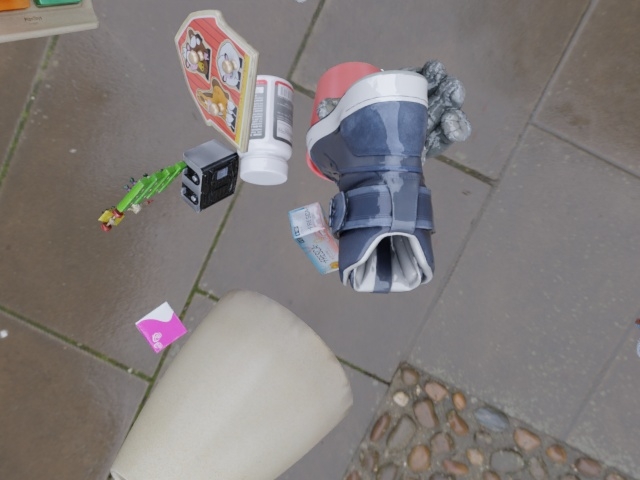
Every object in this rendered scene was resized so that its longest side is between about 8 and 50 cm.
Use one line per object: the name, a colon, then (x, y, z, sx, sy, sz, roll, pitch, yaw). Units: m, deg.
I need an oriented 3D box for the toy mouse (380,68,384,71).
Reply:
toy mouse: (0.243, -0.438, 1.782, 0.160, 0.031, 0.143, 18, 78, -5)

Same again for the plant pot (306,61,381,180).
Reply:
plant pot: (0.092, -0.320, 1.575, 0.274, 0.275, 0.243, -6, 64, 5)

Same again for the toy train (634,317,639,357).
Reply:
toy train: (0.540, 0.149, 0.839, 0.080, 0.184, 0.105, 44, 76, -22)

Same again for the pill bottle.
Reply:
pill bottle: (-0.160, -0.314, 1.699, 0.161, 0.161, 0.284, 1, 78, 4)

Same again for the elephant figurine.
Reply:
elephant figurine: (0.091, -0.167, 0.888, 0.239, 0.169, 0.186, -28, 115, -18)

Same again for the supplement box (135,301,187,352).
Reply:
supplement box: (-0.489, 0.270, 1.801, 0.113, 0.220, 0.111, -35, 90, -21)

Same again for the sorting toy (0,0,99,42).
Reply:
sorting toy: (-0.327, -0.322, 0.632, 0.047, 0.347, 0.196, 3, 115, 30)

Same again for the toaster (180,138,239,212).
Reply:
toaster: (-0.333, -0.202, 1.783, 0.110, 0.185, 0.168, 36, 136, 21)

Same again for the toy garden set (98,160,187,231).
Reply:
toy garden set: (-0.499, -0.132, 1.623, 0.049, 0.244, 0.203, 46, 113, -4)

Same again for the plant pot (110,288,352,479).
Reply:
plant pot: (-0.138, 0.250, 0.804, 0.256, 0.256, 0.274, 48, 56, -2)

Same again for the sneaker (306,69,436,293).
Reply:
sneaker: (0.039, -0.033, 0.529, 0.086, 0.226, 0.164, -3, 85, -9)

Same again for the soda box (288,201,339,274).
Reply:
soda box: (0.000, 0.000, 1.094, 0.062, 0.183, 0.058, -18, 62, 9)

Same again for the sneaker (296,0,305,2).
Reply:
sneaker: (-0.014, -0.358, 0.619, 0.121, 0.079, 0.217, -26, 62, 12)

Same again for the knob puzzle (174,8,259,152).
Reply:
knob puzzle: (-0.167, -0.248, 0.869, 0.030, 0.213, 0.213, -27, 95, -33)
